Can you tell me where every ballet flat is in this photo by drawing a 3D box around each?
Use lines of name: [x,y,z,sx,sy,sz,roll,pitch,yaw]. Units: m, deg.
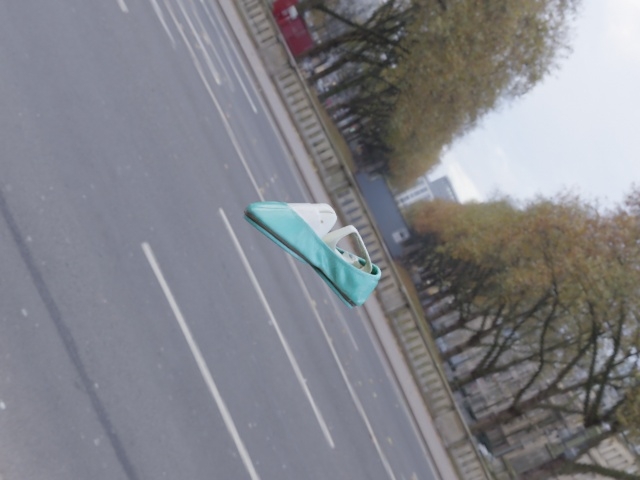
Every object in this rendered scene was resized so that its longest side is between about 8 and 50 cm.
ballet flat: [0.000,0.000,0.942,0.247,0.087,0.083,42,1,-40]
